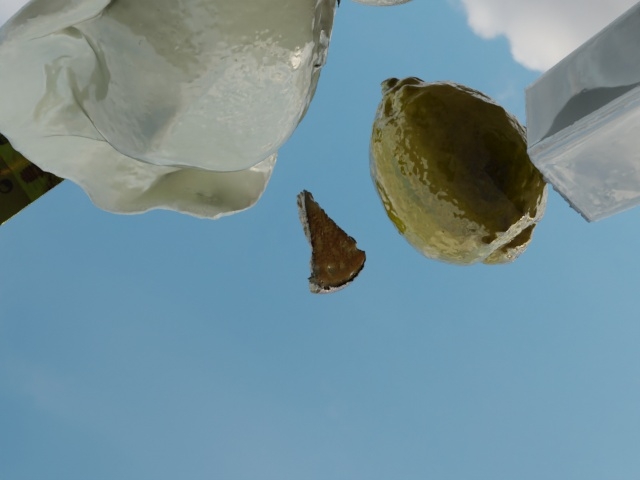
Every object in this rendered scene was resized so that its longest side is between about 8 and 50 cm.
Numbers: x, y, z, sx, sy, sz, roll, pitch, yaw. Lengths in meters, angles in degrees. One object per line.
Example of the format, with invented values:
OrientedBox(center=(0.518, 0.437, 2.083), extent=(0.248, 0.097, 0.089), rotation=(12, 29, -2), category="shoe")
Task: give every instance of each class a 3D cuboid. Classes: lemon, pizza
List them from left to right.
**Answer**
OrientedBox(center=(0.000, 0.000, 1.707), extent=(0.185, 0.052, 0.195), rotation=(-27, -87, -53), category="pizza")
OrientedBox(center=(0.216, -0.109, 1.516), extent=(0.285, 0.285, 0.316), rotation=(-12, -136, -38), category="lemon")

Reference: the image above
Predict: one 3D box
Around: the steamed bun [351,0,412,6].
OrientedBox(center=(0.090, -0.465, 1.365), extent=(0.231, 0.232, 0.145), rotation=(20, -129, -16), category="steamed bun")

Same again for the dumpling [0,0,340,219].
OrientedBox(center=(-0.108, -0.144, 0.634), extent=(0.242, 0.318, 0.187), rotation=(-13, -124, -15), category="dumpling")

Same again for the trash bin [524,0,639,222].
OrientedBox(center=(0.471, -0.185, 1.252), extent=(0.256, 0.367, 0.296), rotation=(37, -140, -29), category="trash bin")

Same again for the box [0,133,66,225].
OrientedBox(center=(-0.406, -0.116, 1.269), extent=(0.193, 0.030, 0.121), rotation=(-46, -65, -41), category="box")
